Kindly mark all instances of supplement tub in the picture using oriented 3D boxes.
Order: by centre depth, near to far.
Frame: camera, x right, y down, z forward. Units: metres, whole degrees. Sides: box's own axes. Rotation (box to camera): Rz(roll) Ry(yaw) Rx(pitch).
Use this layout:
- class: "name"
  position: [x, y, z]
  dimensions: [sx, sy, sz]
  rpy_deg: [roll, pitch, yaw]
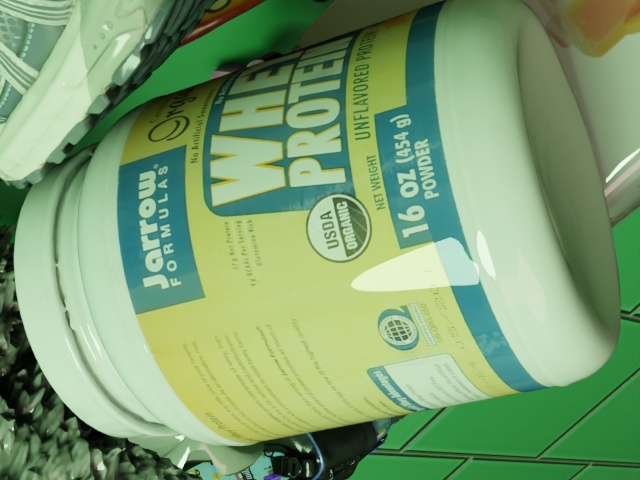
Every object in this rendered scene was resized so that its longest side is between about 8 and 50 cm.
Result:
- class: "supplement tub"
  position: [0.000, 0.000, 0.425]
  dimensions: [0.200, 0.144, 0.144]
  rpy_deg: [-15, 150, 23]

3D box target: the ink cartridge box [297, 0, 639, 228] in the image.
- class: "ink cartridge box"
  position: [0.212, -0.167, 0.546]
  dimensions: [0.385, 0.160, 0.279]
  rpy_deg: [-44, 168, 22]

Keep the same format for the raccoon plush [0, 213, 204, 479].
- class: "raccoon plush"
  position: [-0.202, 0.030, 0.403]
  dimensions: [0.216, 0.299, 0.446]
  rpy_deg: [-43, 159, -10]

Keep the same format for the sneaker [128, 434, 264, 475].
- class: "sneaker"
  position: [-0.205, 0.073, 0.701]
  dimensions: [0.331, 0.122, 0.146]
  rpy_deg: [-3, 106, -5]

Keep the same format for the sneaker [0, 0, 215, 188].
- class: "sneaker"
  position: [-0.083, -0.122, 0.363]
  dimensions: [0.283, 0.122, 0.110]
  rpy_deg: [-41, -169, 52]

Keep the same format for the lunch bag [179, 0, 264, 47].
- class: "lunch bag"
  position: [-0.091, -0.201, 0.416]
  dimensions: [0.258, 0.120, 0.293]
  rpy_deg: [-32, 145, 6]

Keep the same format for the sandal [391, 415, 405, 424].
- class: "sandal"
  position: [0.064, 0.070, 0.929]
  dimensions: [0.097, 0.054, 0.254]
  rpy_deg: [-11, 132, -34]

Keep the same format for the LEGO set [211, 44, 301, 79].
- class: "LEGO set"
  position: [-0.020, -0.027, 0.710]
  dimensions: [0.087, 0.093, 0.227]
  rpy_deg: [-39, 132, -52]

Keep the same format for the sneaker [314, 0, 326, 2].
- class: "sneaker"
  position: [0.006, -0.177, 0.588]
  dimensions: [0.118, 0.067, 0.042]
  rpy_deg: [-47, 151, -28]

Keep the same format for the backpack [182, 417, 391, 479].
- class: "backpack"
  position: [-0.056, 0.131, 0.834]
  dimensions: [0.117, 0.158, 0.173]
  rpy_deg: [-14, 160, -49]
